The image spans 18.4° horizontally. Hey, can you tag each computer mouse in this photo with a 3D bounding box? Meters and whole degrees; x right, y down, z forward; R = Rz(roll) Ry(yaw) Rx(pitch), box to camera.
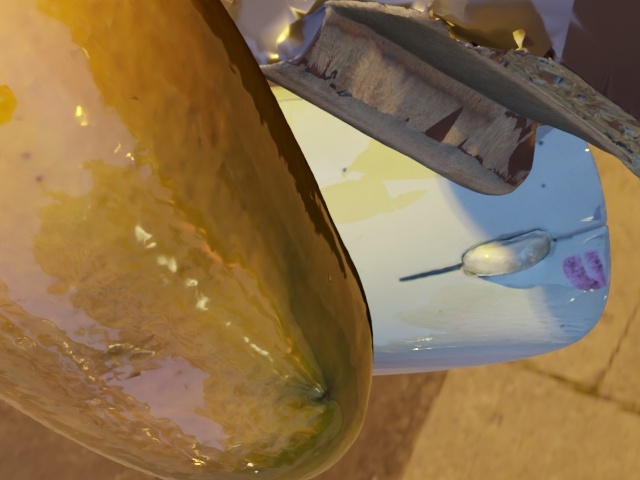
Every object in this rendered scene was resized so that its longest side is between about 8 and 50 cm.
[{"bbox_3d":[-0.003,0.003,0.992,0.288,0.097,0.159,1,118,20],"label":"computer mouse"}]

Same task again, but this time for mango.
[{"bbox_3d":[-0.085,-0.023,0.591,0.139,0.175,0.254,-41,134,-7],"label":"mango"}]

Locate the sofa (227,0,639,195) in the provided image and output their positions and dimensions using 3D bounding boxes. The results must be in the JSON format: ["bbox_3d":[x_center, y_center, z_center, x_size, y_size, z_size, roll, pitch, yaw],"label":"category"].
[{"bbox_3d":[0.082,-0.156,0.796,0.182,0.200,0.258,16,84,41],"label":"sofa"}]
